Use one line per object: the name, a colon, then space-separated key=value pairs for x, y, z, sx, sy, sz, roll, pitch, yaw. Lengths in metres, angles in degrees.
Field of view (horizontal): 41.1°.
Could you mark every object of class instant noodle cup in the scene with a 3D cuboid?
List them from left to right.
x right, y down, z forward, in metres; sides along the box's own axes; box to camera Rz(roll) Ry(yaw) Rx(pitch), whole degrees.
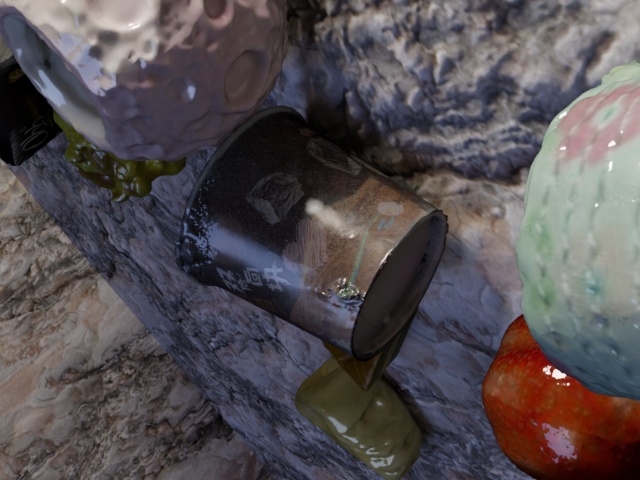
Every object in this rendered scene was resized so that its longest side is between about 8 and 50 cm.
instant noodle cup: x=0.000 y=0.000 z=0.874 sx=0.207 sy=0.217 sz=0.217 roll=30 pitch=154 yaw=22

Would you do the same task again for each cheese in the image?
cheese: x=0.066 y=0.288 z=1.377 sx=0.214 sy=0.117 sz=0.226 roll=45 pitch=164 yaw=-6

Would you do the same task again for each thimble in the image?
thimble: x=0.217 y=-0.005 z=0.494 sx=0.149 sy=0.185 sz=0.211 roll=4 pitch=98 yaw=58

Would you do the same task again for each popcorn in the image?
popcorn: x=-0.284 y=-0.151 z=1.193 sx=0.197 sy=0.155 sz=0.197 roll=39 pitch=160 yaw=17

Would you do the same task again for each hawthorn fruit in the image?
hawthorn fruit: x=0.238 y=0.139 z=0.733 sx=0.188 sy=0.169 sz=0.169 roll=7 pitch=136 yaw=54

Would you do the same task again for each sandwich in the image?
sandwich: x=0.088 y=0.144 z=1.123 sx=0.113 sy=0.079 sz=0.163 roll=52 pitch=157 yaw=-18

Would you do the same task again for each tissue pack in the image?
tissue pack: x=-0.432 y=-0.280 z=1.192 sx=0.210 sy=0.198 sz=0.370 roll=51 pitch=158 yaw=2

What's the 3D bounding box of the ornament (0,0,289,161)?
ornament: x=-0.146 y=-0.202 z=0.753 sx=0.259 sy=0.225 sz=0.259 roll=39 pitch=158 yaw=19
